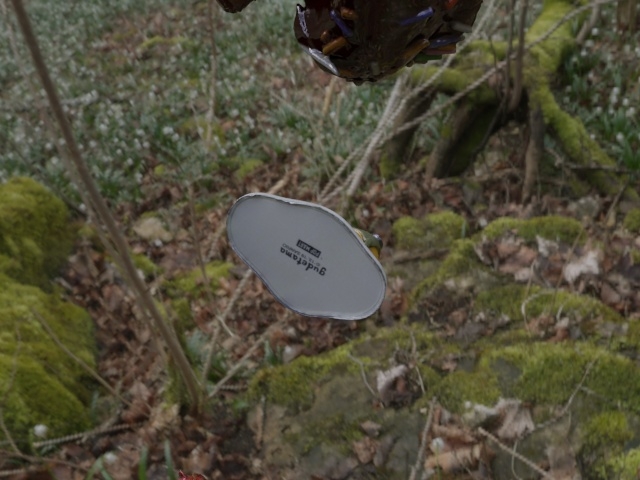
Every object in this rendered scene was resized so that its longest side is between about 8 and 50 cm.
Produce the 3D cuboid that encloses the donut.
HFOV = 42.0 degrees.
[{"bbox_3d":[-0.005,-0.196,0.490,0.096,0.216,0.230,-39,79,-24],"label":"donut"}]

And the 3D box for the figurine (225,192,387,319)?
[{"bbox_3d":[0.000,0.000,1.215,0.250,0.167,0.141,39,31,3],"label":"figurine"}]

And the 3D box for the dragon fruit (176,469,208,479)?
[{"bbox_3d":[-0.188,0.362,1.113,0.068,0.126,0.112,5,82,9],"label":"dragon fruit"}]
